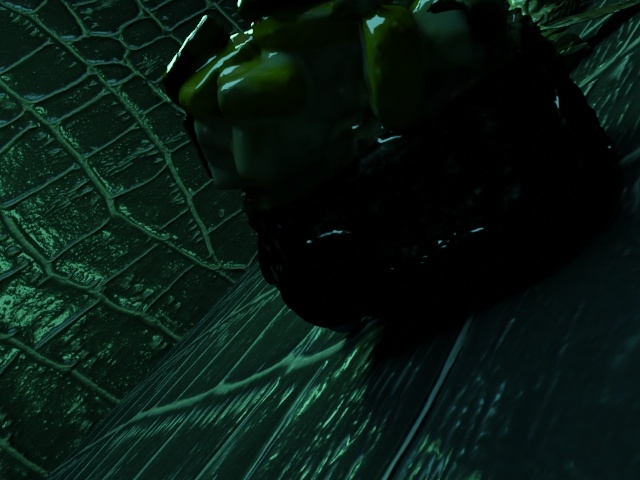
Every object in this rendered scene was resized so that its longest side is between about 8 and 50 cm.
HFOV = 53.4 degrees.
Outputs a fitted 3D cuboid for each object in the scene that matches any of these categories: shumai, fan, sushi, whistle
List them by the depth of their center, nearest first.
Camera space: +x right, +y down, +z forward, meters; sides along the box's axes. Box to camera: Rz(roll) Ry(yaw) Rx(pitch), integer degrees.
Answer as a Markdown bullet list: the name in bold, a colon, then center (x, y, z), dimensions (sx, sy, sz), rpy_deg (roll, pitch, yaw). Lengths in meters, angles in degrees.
- **sushi**: center (0.057, -0.117, 0.577), dimensions (0.328, 0.285, 0.328), rpy_deg (-25, 15, 39)
- **fan**: center (0.382, -0.343, 1.011), dimensions (0.227, 0.008, 0.152), rpy_deg (-14, 18, 19)
- **whistle**: center (0.391, -0.331, 1.081), dimensions (0.068, 0.057, 0.326), rpy_deg (-19, 16, 17)
- **shumai**: center (0.466, -0.505, 1.391), dimensions (0.209, 0.153, 0.161), rpy_deg (-44, 13, -13)

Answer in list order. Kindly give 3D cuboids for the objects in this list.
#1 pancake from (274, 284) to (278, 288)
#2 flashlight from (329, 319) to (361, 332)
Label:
- **pancake**: center (0.000, 0.000, 1.422), dimensions (0.294, 0.049, 0.294), rpy_deg (-44, 7, 7)
- **flashlight**: center (0.053, 0.056, 0.691), dimensions (0.129, 0.051, 0.051), rpy_deg (-36, 9, 27)
